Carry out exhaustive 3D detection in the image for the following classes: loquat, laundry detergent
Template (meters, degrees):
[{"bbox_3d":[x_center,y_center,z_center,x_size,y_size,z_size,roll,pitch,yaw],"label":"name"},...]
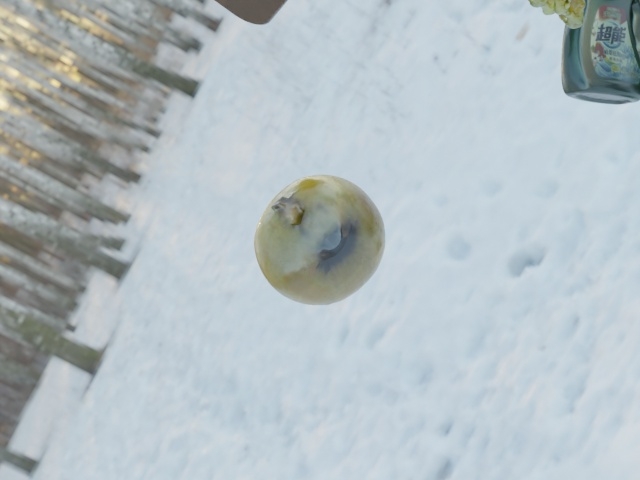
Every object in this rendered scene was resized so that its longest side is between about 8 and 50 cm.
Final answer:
[{"bbox_3d":[0.000,0.000,1.292,0.137,0.163,0.163,15,71,36],"label":"loquat"},{"bbox_3d":[0.402,-0.307,1.604,0.078,0.144,0.221,-4,82,60],"label":"laundry detergent"}]

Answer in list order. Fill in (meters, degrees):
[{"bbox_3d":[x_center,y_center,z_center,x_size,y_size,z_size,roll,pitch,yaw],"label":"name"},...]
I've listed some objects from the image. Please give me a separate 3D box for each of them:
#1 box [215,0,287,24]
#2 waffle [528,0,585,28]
[{"bbox_3d":[-0.072,-0.479,1.481,0.229,0.239,0.339,-59,11,-18],"label":"box"},{"bbox_3d":[0.239,-0.362,1.284,0.059,0.238,0.243,-15,70,27],"label":"waffle"}]
